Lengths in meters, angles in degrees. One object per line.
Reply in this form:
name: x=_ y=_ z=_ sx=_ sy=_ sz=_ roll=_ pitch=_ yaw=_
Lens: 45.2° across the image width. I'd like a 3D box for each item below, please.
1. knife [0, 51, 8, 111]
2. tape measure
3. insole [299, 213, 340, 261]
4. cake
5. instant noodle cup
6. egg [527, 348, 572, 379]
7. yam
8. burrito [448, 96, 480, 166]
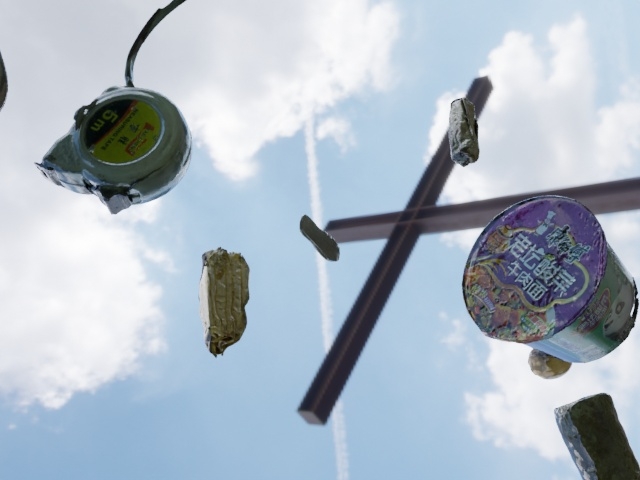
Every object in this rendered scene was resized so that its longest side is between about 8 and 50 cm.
knife: x=-0.218 y=-0.005 z=0.423 sx=0.123 sy=0.053 sz=0.278 roll=5 pitch=-103 yaw=-57
tape measure: x=-0.192 y=-0.179 z=0.956 sx=0.164 sy=0.084 sz=0.330 roll=30 pitch=-112 yaw=10
insole: x=0.000 y=0.000 z=1.622 sx=0.192 sy=0.010 sz=0.063 roll=42 pitch=-135 yaw=-55
cake: x=-0.150 y=0.080 z=1.191 sx=0.080 sy=0.116 sz=0.185 roll=-8 pitch=-67 yaw=-12
instant noodle cup: x=0.384 y=0.079 z=1.243 sx=0.190 sy=0.251 sz=0.251 roll=32 pitch=-118 yaw=-38
egg: x=0.429 y=0.221 z=1.425 sx=0.071 sy=0.083 sz=0.071 roll=5 pitch=-99 yaw=-36
yam: x=0.294 y=0.277 z=0.718 sx=0.061 sy=0.061 sz=0.274 roll=-8 pitch=-105 yaw=-46
burrito: x=0.276 y=-0.208 z=1.477 sx=0.045 sy=0.058 sz=0.188 roll=44 pitch=-144 yaw=-33
